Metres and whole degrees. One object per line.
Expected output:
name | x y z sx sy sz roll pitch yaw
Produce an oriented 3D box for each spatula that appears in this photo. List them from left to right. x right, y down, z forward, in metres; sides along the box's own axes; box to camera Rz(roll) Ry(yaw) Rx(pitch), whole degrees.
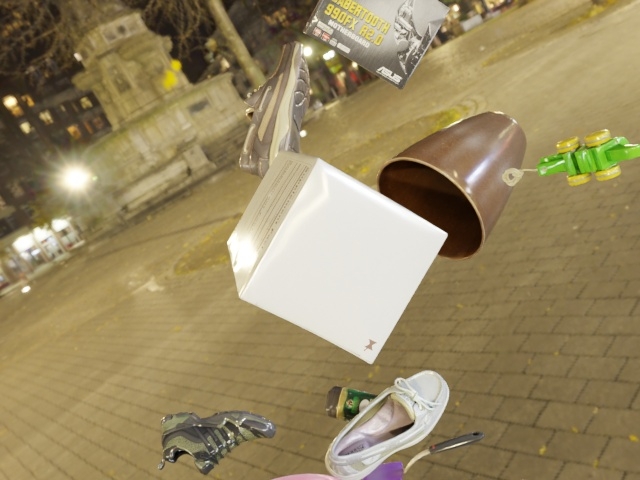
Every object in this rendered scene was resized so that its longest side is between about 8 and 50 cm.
spatula | 0.229 0.488 1.369 0.297 0.030 0.084 -28 8 14

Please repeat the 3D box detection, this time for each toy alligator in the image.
toy alligator | 0.322 -0.103 0.777 0.051 0.056 0.190 -29 11 -33

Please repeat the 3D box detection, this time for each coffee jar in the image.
coffee jar | 0.104 0.402 1.456 0.185 0.078 0.096 10 -15 13

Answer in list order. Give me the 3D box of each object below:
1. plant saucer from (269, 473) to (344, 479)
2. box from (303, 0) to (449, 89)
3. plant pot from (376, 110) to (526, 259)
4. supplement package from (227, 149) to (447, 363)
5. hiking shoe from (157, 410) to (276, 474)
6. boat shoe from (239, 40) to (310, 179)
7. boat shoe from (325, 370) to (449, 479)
plant saucer | -0.058 0.556 1.066 0.332 0.332 0.084 -30 32 -2
box | 0.109 -0.436 1.205 0.183 0.231 0.056 -58 18 16
plant pot | 0.253 -0.121 1.066 0.230 0.215 0.215 -44 17 -25
supplement package | 0.000 0.000 0.619 0.133 0.139 0.244 -60 15 4
hiking shoe | -0.197 0.393 1.177 0.227 0.114 0.086 -3 -27 5
boat shoe | -0.104 -0.294 1.333 0.131 0.132 0.355 3 62 10
boat shoe | 0.145 0.371 1.261 0.321 0.103 0.118 -29 55 -22
